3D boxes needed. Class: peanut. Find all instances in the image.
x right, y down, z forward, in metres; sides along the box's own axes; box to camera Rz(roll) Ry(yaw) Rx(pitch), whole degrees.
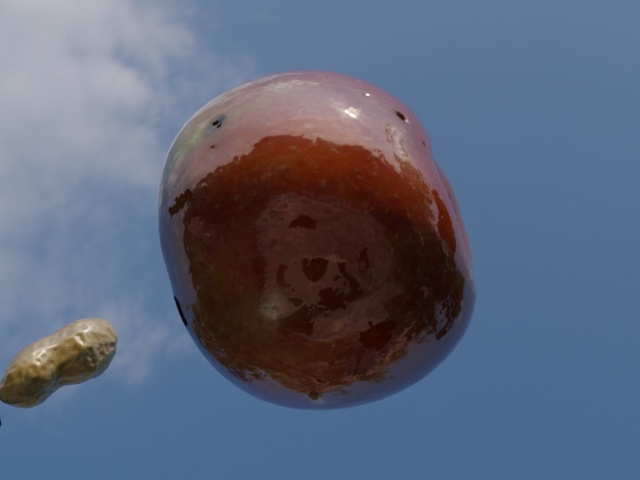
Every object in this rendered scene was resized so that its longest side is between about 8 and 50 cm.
[{"bbox_3d":[-0.317,0.150,1.376,0.080,0.174,0.080,23,-52,34],"label":"peanut"}]

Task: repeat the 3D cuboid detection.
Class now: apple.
[{"bbox_3d":[0.000,0.000,1.108,0.277,0.348,0.348,-17,-79,11],"label":"apple"}]
